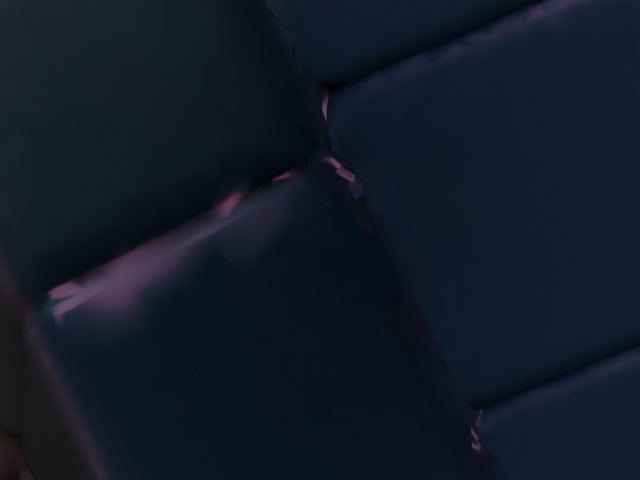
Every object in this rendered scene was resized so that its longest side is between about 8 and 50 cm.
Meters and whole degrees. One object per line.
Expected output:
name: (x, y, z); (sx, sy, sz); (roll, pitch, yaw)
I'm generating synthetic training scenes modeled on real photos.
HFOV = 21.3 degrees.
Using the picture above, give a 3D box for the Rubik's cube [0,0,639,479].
Rubik's cube: (0.000, 0.000, 0.559); (0.358, 0.368, 0.387); (-26, 99, -23)
